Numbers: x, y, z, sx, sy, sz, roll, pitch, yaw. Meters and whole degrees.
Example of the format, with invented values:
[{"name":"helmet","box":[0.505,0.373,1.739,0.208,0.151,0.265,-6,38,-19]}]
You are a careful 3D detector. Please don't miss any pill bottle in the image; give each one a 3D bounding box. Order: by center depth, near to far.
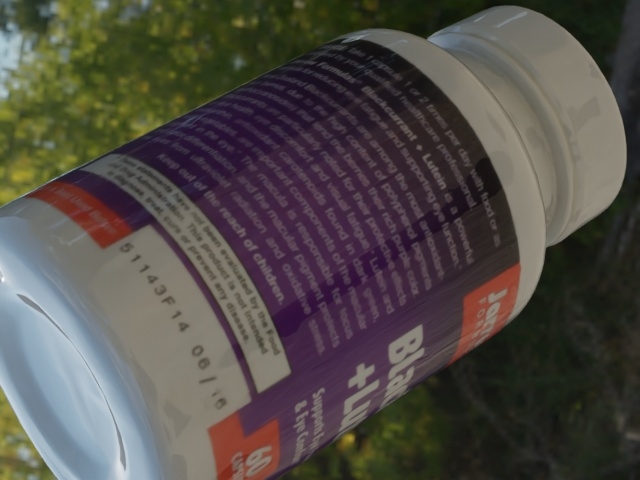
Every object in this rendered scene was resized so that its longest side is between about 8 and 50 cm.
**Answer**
[{"name":"pill bottle","box":[0.000,0.000,0.478,0.193,0.108,0.108,-30,-31,-28]}]
